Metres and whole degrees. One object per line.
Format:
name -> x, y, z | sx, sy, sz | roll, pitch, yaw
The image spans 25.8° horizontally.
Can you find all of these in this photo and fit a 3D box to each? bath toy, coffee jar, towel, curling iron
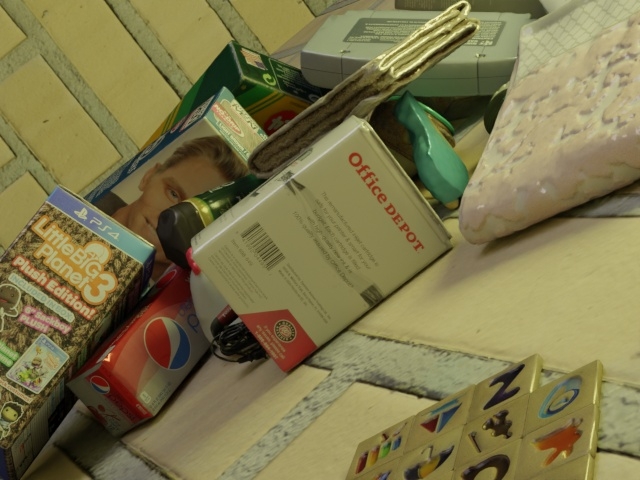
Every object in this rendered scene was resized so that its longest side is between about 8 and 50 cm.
bath toy -> -0.008, -0.017, 1.560 | 0.348, 0.129, 0.151 | -36, 14, 10
coffee jar -> -0.101, -0.030, 1.662 | 0.184, 0.079, 0.096 | -24, 5, -23
towel -> 0.047, -0.164, 1.574 | 0.187, 0.049, 0.282 | -37, 4, -35
curling iron -> -0.018, 0.022, 1.481 | 0.274, 0.068, 0.035 | -50, 10, 5
towel -> 0.289, -0.162, 1.306 | 0.332, 0.053, 0.317 | -26, 31, 41

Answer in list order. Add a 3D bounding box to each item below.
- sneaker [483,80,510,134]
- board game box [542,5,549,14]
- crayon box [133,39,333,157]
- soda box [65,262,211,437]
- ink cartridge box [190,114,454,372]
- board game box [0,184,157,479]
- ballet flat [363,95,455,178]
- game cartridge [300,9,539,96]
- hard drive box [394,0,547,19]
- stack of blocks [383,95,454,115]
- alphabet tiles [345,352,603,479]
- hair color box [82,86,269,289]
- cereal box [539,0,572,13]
sneaker -> 0.224, -0.135, 1.502 | 0.076, 0.065, 0.166 | -50, 16, -29
board game box -> 0.399, -0.360, 1.721 | 0.224, 0.097, 0.303 | -30, 17, 26
crayon box -> -0.128, -0.113, 1.940 | 0.318, 0.202, 0.081 | -46, 45, 30
soda box -> -0.182, 0.110, 1.659 | 0.083, 0.092, 0.263 | -32, 14, 42
ink cartridge box -> 0.000, 0.000, 1.413 | 0.218, 0.158, 0.092 | -37, 13, 2
board game box -> -0.340, 0.119, 1.671 | 0.291, 0.141, 0.232 | -55, -3, -23
ballet flat -> 0.089, -0.116, 1.751 | 0.106, 0.107, 0.316 | -58, 9, 1
game cartridge -> 0.134, -0.245, 1.820 | 0.297, 0.062, 0.198 | 4, 33, 16
hard drive box -> 0.241, -0.394, 2.012 | 0.232, 0.089, 0.181 | 8, 33, 17
stack of blocks -> 0.136, -0.248, 2.042 | 0.171, 0.087, 0.297 | -28, 17, 36
alphabet tiles -> 0.059, 0.198, 0.922 | 0.285, 0.011, 0.342 | -31, 15, 25
hair color box -> -0.204, -0.027, 1.841 | 0.347, 0.174, 0.105 | -35, 16, 26
cereal box -> 0.328, -0.286, 1.520 | 0.173, 0.047, 0.240 | -40, 39, 15
